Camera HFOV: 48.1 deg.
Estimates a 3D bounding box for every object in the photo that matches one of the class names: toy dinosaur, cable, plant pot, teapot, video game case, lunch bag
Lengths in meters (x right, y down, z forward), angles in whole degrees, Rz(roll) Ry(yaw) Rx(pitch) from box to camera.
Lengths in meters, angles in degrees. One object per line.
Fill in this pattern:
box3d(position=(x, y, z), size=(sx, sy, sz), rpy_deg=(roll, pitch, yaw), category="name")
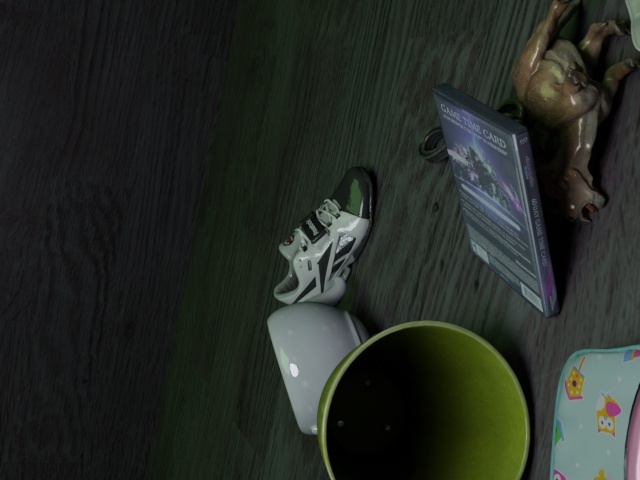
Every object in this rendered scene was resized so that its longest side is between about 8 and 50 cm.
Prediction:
box3d(position=(0.295, -0.186, 0.913), size=(0.200, 0.127, 0.295), rpy_deg=(122, 153, -52), category="toy dinosaur")
box3d(position=(0.225, -0.165, 1.101), size=(0.287, 0.072, 0.139), rpy_deg=(38, 111, 62), category="cable")
box3d(position=(0.106, 0.257, 1.035), size=(0.293, 0.275, 0.274), rpy_deg=(147, 129, -76), category="plant pot")
box3d(position=(0.023, 0.217, 1.285), size=(0.252, 0.187, 0.256), rpy_deg=(-139, 33, -82), category="teapot")
box3d(position=(0.226, -0.053, 0.928), size=(0.196, 0.026, 0.274), rpy_deg=(53, 166, 57), category="video game case")
box3d(position=(0.333, 0.211, 0.667), size=(0.279, 0.108, 0.224), rpy_deg=(153, 124, -69), category="lunch bag")

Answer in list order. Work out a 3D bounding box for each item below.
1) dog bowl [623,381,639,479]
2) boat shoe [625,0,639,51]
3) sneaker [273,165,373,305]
box3d(position=(0.371, 0.157, 0.408), size=(0.408, 0.150, 0.407), rpy_deg=(-13, 69, 36), category="dog bowl")
box3d(position=(0.386, -0.272, 0.837), size=(0.046, 0.038, 0.125), rpy_deg=(-14, 69, 43), category="boat shoe")
box3d(position=(0.000, 0.000, 1.440), size=(0.330, 0.146, 0.122), rpy_deg=(-70, 26, 18), category="sneaker")
